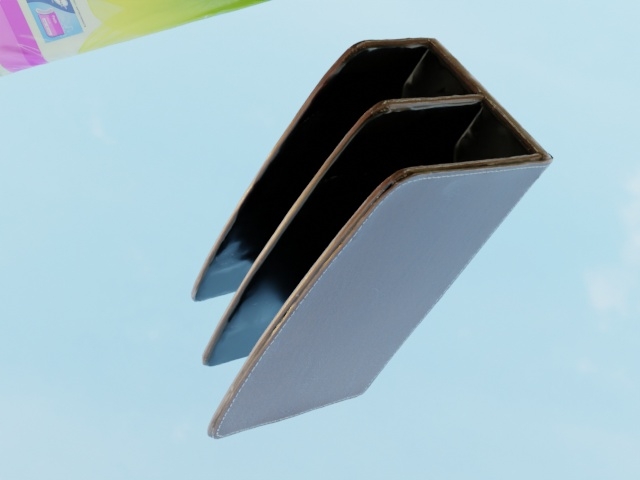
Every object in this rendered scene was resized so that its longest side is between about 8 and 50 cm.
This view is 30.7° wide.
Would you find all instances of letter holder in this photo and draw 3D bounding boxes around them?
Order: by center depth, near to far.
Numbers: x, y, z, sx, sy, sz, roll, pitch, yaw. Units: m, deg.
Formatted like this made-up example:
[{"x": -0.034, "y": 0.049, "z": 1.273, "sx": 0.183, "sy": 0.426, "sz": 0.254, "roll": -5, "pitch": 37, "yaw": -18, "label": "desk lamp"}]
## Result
[{"x": 0.000, "y": 0.000, "z": 0.943, "sx": 0.214, "sy": 0.302, "sz": 0.152, "roll": -12, "pitch": -125, "yaw": -48, "label": "letter holder"}]

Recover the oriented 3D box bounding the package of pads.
[{"x": -0.203, "y": -0.286, "z": 1.001, "sx": 0.297, "sy": 0.229, "sz": 0.101, "roll": -14, "pitch": -152, "yaw": 7, "label": "package of pads"}]
